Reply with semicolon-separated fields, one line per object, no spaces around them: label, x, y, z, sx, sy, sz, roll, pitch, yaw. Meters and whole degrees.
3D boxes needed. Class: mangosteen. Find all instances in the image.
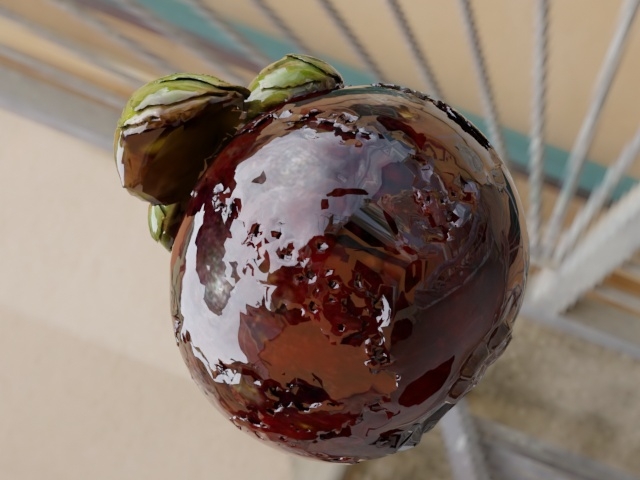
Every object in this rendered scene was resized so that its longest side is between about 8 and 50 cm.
mangosteen;0.000;0.000;0.768;0.166;0.180;0.166;-38;-16;-13
